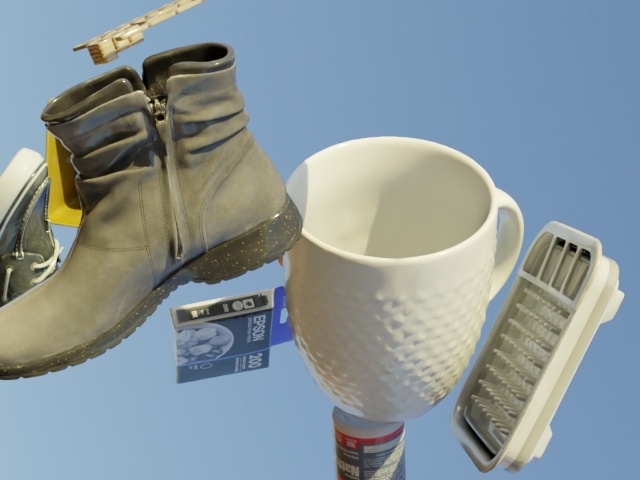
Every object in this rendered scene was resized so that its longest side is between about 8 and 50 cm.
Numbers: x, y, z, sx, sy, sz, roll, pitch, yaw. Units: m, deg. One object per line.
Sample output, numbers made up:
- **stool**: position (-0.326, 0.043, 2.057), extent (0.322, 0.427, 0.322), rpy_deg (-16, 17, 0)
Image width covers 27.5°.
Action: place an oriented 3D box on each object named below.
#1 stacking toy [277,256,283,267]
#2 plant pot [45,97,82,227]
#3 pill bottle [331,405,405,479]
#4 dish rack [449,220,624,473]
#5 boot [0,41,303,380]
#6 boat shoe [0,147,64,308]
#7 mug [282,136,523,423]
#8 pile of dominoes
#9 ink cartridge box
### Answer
- **stacking toy**: position (0.000, 0.000, 2.065), extent (0.302, 0.175, 0.166), rpy_deg (150, -52, -66)
- **plant pot**: position (-0.330, -0.138, 2.215), extent (0.212, 0.187, 0.212), rpy_deg (9, -74, 11)
- **pill bottle**: position (0.073, 0.327, 1.937), extent (0.108, 0.108, 0.180), rpy_deg (32, -47, 51)
- **dish rack**: position (0.292, 0.147, 1.753), extent (0.333, 0.072, 0.285), rpy_deg (-63, -170, 4)
- **boot**: position (-0.200, -0.033, 1.181), extent (0.223, 0.338, 0.118), rpy_deg (64, -7, -33)
- **boat shoe**: position (-0.396, 0.017, 1.731), extent (0.335, 0.119, 0.121), rpy_deg (-62, 180, 43)
- **mug**: position (0.127, 0.054, 1.765), extent (0.276, 0.374, 0.328), rpy_deg (39, -38, 40)
- **pile of dominoes**: position (-0.304, -0.382, 2.348), extent (0.196, 0.251, 0.040), rpy_deg (4, -59, 57)
- **ink cartridge box**: position (-0.125, 0.144, 1.999), extent (0.206, 0.208, 0.045), rpy_deg (98, -23, -59)
